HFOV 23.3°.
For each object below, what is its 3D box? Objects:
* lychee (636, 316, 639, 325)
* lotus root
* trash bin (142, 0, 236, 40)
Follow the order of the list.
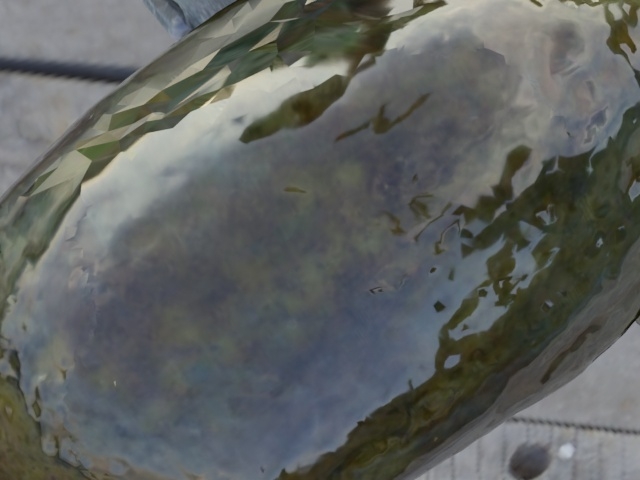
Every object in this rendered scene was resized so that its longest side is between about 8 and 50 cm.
[{"bbox_3d":[0.289,-0.006,0.863,0.270,0.270,0.320,5,60,0],"label":"lychee"},{"bbox_3d":[0.000,0.000,0.509,0.275,0.152,0.160,-39,42,-4],"label":"lotus root"},{"bbox_3d":[0.061,-0.292,0.837,0.381,0.259,0.295,-19,90,-23],"label":"trash bin"}]
